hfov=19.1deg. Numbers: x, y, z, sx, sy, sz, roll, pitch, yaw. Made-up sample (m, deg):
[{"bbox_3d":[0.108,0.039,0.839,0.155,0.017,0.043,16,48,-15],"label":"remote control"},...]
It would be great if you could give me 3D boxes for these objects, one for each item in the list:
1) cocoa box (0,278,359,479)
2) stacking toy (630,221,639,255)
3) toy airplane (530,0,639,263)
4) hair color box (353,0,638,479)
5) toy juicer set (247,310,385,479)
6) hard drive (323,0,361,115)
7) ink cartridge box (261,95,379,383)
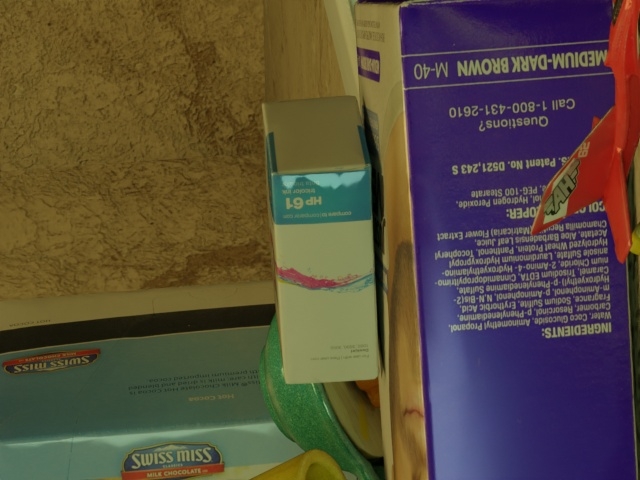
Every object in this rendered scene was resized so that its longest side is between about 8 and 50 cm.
[{"bbox_3d":[-0.069,0.177,1.426,0.228,0.347,0.231,-107,13,-65],"label":"cocoa box"},{"bbox_3d":[0.148,0.064,0.569,0.167,0.052,0.221,95,167,-73],"label":"stacking toy"},{"bbox_3d":[0.103,-0.055,0.630,0.151,0.028,0.151,-174,90,-79],"label":"toy airplane"},{"bbox_3d":[0.084,0.046,0.942,0.185,0.110,0.339,-127,31,-81],"label":"hair color box"},{"bbox_3d":[0.035,0.101,1.157,0.209,0.089,0.329,52,-151,-37],"label":"toy juicer set"},{"bbox_3d":[0.040,-0.099,1.184,0.233,0.047,0.353,-104,1,-72],"label":"hard drive"},{"bbox_3d":[0.000,0.000,0.972,0.088,0.052,0.122,-99,4,-62],"label":"ink cartridge box"}]
